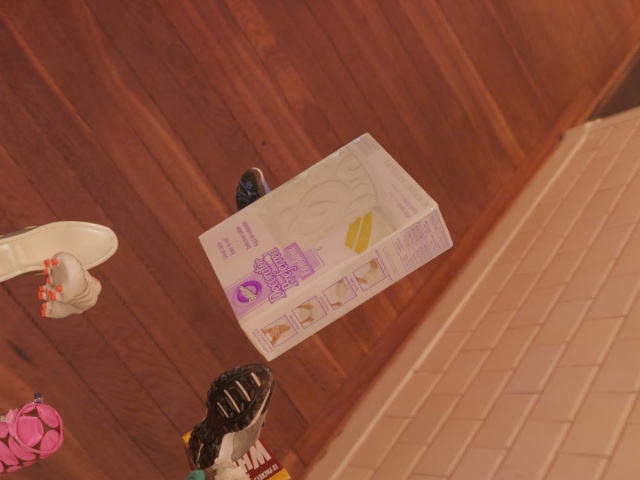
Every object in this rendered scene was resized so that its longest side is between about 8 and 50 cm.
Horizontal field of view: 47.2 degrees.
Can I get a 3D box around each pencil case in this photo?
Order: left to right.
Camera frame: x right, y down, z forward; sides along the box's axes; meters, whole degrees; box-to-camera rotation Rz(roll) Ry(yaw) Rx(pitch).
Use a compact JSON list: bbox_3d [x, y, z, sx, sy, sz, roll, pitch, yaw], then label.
[{"bbox_3d":[-0.508,0.324,1.187,0.098,0.209,0.095,27,45,-39],"label":"pencil case"}]

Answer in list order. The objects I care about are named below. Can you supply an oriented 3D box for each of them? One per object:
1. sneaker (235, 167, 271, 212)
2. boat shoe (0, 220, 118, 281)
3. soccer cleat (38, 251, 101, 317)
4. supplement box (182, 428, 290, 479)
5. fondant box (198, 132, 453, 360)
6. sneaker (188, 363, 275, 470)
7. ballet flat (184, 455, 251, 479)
[{"bbox_3d":[-0.113,-0.052,1.525,0.081,0.080,0.211,-30,113,-45],"label":"sneaker"},{"bbox_3d":[-0.565,0.017,1.493,0.305,0.091,0.109,-12,103,-6],"label":"boat shoe"},{"bbox_3d":[-0.327,0.058,0.973,0.076,0.196,0.068,-8,75,-28],"label":"soccer cleat"},{"bbox_3d":[-0.168,0.469,1.478,0.129,0.194,0.191,-30,61,-23],"label":"supplement box"},{"bbox_3d":[0.000,0.000,1.136,0.330,0.238,0.096,-33,132,-2],"label":"fondant box"},{"bbox_3d":[-0.139,0.298,1.260,0.108,0.271,0.100,-12,53,-43],"label":"sneaker"},{"bbox_3d":[-0.048,0.253,0.400,0.147,0.409,0.146,0,101,0],"label":"ballet flat"}]
